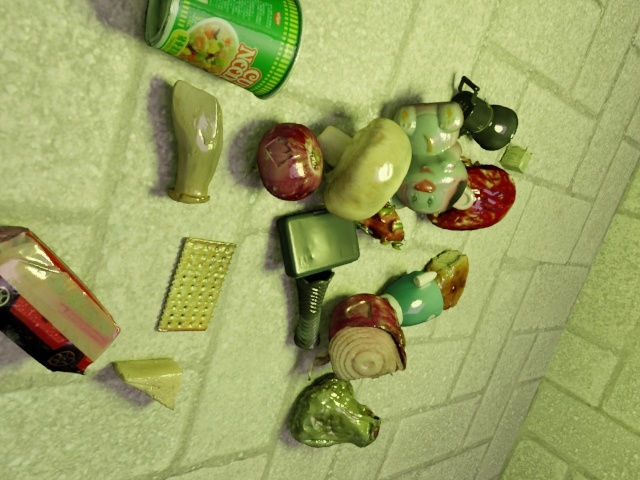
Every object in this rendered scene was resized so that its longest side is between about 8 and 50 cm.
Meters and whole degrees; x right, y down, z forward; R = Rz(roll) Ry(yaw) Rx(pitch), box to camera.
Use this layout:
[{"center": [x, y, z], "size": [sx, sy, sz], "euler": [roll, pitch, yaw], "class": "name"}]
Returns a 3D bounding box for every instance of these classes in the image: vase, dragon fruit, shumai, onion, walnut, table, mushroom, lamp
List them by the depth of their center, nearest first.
[{"center": [-0.244, -0.189, 1.040], "size": [0.108, 0.096, 0.247], "euler": [-36, 140, -58], "class": "mushroom"}, {"center": [-0.068, -0.174, 1.171], "size": [0.177, 0.153, 0.177], "euler": [-12, 108, -41], "class": "onion"}, {"center": [0.082, -0.185, 1.261], "size": [0.234, 0.254, 0.260], "euler": [31, 84, -10], "class": "mushroom"}, {"center": [-0.027, 0.181, 1.430], "size": [0.115, 0.115, 0.238], "euler": [-18, 126, -35], "class": "vase"}, {"center": [0.299, -0.229, 1.459], "size": [0.247, 0.247, 0.301], "euler": [-58, 145, -68], "class": "lamp"}, {"center": [0.164, -0.053, 1.480], "size": [0.174, 0.138, 0.142], "euler": [6, 67, -14], "class": "dragon fruit"}, {"center": [0.128, 0.271, 1.535], "size": [0.230, 0.272, 0.256], "euler": [-76, 178, -62], "class": "onion"}, {"center": [0.463, -0.367, 1.580], "size": [0.227, 0.147, 0.172], "euler": [14, 125, -37], "class": "lamp"}, {"center": [0.052, 0.553, 1.614], "size": [0.260, 0.222, 0.225], "euler": [-18, 126, -30], "class": "shumai"}, {"center": [0.458, -0.153, 1.634], "size": [0.268, 0.221, 0.244], "euler": [-5, 83, -35], "class": "walnut"}, {"center": [0.691, -0.292, 1.852], "size": [0.062, 0.079, 0.083], "euler": [28, 90, -49], "class": "table"}]

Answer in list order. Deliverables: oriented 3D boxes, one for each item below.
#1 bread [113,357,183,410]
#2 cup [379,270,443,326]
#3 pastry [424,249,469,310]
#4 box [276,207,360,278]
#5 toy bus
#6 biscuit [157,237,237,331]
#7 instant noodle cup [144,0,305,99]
[{"center": [-0.395, 0.328, 1.184], "size": [0.152, 0.077, 0.105], "euler": [8, 105, -43], "class": "bread"}, {"center": [0.270, 0.198, 1.670], "size": [0.173, 0.168, 0.300], "euler": [-20, 150, -27], "class": "cup"}, {"center": [0.437, 0.137, 1.830], "size": [0.229, 0.100, 0.219], "euler": [9, 105, -46], "class": "pastry"}, {"center": [0.000, 0.000, 1.355], "size": [0.230, 0.050, 0.160], "euler": [-13, 95, -37], "class": "box"}, {"center": [-0.501, 0.107, 0.937], "size": [0.147, 0.127, 0.303], "euler": [-44, 133, -24], "class": "toy bus"}, {"center": [-0.284, 0.106, 1.212], "size": [0.139, 0.016, 0.232], "euler": [9, 105, -44], "class": "biscuit"}, {"center": [-0.179, -0.385, 0.942], "size": [0.232, 0.207, 0.207], "euler": [8, 106, -35], "class": "instant noodle cup"}]
